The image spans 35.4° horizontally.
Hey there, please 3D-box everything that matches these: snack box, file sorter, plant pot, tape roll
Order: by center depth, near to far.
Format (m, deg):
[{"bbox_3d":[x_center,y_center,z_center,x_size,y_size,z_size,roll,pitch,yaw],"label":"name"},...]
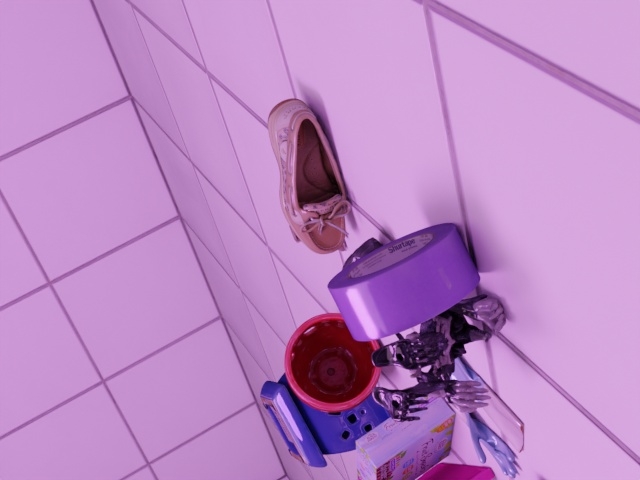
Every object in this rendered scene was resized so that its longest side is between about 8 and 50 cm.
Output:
[{"bbox_3d":[0.110,0.053,1.327,0.080,0.189,0.189,64,166,-9],"label":"tape roll"},{"bbox_3d":[0.152,0.375,1.813,0.070,0.174,0.207,50,161,27],"label":"snack box"},{"bbox_3d":[0.228,0.539,1.818,0.182,0.202,0.291,57,165,3],"label":"file sorter"},{"bbox_3d":[0.026,0.254,2.010,0.191,0.191,0.174,57,173,15],"label":"plant pot"},{"bbox_3d":[0.002,0.370,2.248,0.236,0.212,0.236,62,167,-2],"label":"plant pot"}]

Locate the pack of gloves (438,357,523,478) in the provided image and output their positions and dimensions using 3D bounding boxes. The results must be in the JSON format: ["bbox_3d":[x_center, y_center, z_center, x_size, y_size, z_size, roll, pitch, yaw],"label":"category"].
[{"bbox_3d":[0.233,0.271,1.600,0.232,0.046,0.195,50,163,38],"label":"pack of gloves"}]

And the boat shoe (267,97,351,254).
[{"bbox_3d":[-0.015,-0.091,1.657,0.089,0.104,0.285,43,156,58],"label":"boat shoe"}]

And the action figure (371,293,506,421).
[{"bbox_3d":[0.174,0.152,1.350,0.141,0.275,0.164,9,107,27],"label":"action figure"}]

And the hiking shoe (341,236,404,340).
[{"bbox_3d":[0.105,0.081,1.652,0.114,0.086,0.227,38,162,27],"label":"hiking shoe"}]

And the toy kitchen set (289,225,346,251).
[{"bbox_3d":[0.000,0.000,1.833,0.083,0.075,0.068,48,162,54],"label":"toy kitchen set"}]
